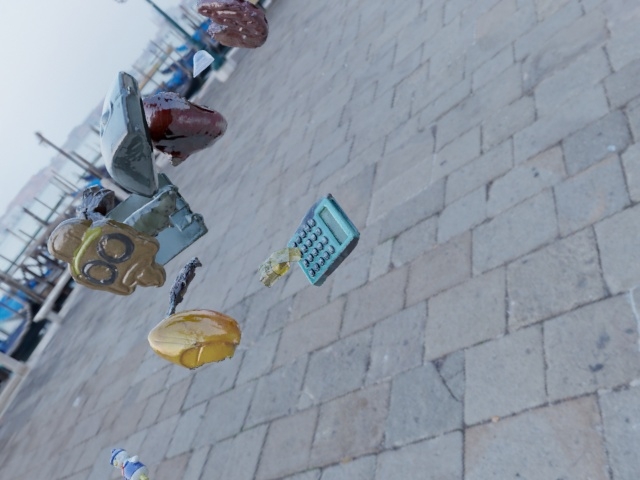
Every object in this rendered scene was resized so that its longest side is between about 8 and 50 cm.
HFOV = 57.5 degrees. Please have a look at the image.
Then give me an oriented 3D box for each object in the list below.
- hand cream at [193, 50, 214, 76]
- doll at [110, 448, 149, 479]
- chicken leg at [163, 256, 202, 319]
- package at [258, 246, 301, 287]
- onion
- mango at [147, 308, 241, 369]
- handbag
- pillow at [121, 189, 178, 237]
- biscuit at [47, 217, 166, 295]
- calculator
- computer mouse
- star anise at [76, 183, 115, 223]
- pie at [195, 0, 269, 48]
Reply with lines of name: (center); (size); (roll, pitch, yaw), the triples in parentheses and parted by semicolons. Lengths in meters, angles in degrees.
hand cream: (-0.374, -0.566, 1.849); (0.084, 0.053, 0.142); (-38, 31, 11)
doll: (-0.475, 0.563, 1.449); (0.143, 0.057, 0.099); (31, 114, 30)
chicken leg: (-0.467, 0.169, 1.947); (0.106, 0.051, 0.253); (-24, 42, 53)
package: (-0.115, 0.066, 1.610); (0.131, 0.047, 0.071); (-40, 28, 22)
onion: (-0.393, -0.300, 1.602); (0.272, 0.272, 0.195); (-165, 81, -65)
mango: (-0.341, 0.265, 1.591); (0.126, 0.252, 0.154); (-109, 20, -73)
handbag: (-0.528, -0.056, 1.880); (0.260, 0.247, 0.079); (-38, 1, 6)
pillow: (-0.468, -0.040, 1.569); (0.241, 0.093, 0.051); (-34, 11, 9)
biscuit: (-0.509, 0.048, 1.414); (0.208, 0.290, 0.041); (-51, 28, 24)
calculator: (0.000, 0.000, 2.102); (0.274, 0.058, 0.248); (-49, 50, 19)
computer mouse: (-0.453, -0.232, 1.364); (0.371, 0.122, 0.188); (111, 146, -61)
star anise: (-0.782, -0.085, 2.017); (0.220, 0.099, 0.214); (37, 105, 37)
pie: (-0.244, -0.613, 1.638); (0.219, 0.204, 0.054); (109, 174, -78)
